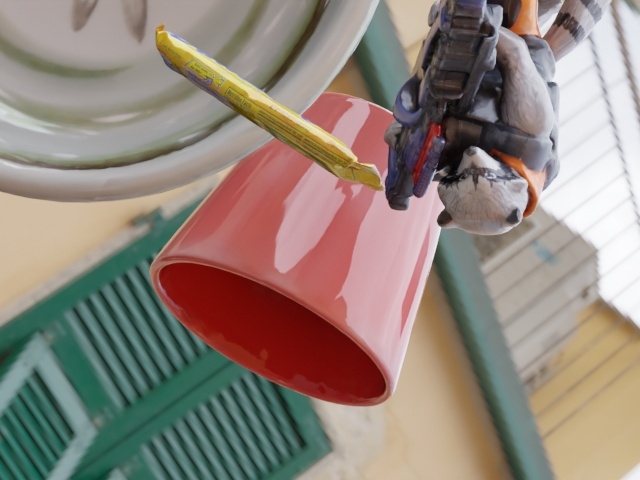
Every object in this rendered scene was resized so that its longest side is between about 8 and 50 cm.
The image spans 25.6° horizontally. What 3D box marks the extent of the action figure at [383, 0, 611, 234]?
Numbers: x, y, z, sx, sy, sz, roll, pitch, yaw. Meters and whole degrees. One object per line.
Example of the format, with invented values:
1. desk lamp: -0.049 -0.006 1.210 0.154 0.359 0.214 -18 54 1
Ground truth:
1. action figure: 0.167 -0.157 1.184 0.179 0.330 0.341 16 -23 -1

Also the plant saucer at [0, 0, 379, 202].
1. plant saucer: -0.146 -0.218 0.939 0.400 0.400 0.100 52 0 8

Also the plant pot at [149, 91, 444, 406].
1. plant pot: 0.000 0.000 1.446 0.275 0.243 0.275 23 -24 11

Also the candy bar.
1. candy bar: -0.032 -0.074 0.793 0.161 0.018 0.040 35 -6 18
